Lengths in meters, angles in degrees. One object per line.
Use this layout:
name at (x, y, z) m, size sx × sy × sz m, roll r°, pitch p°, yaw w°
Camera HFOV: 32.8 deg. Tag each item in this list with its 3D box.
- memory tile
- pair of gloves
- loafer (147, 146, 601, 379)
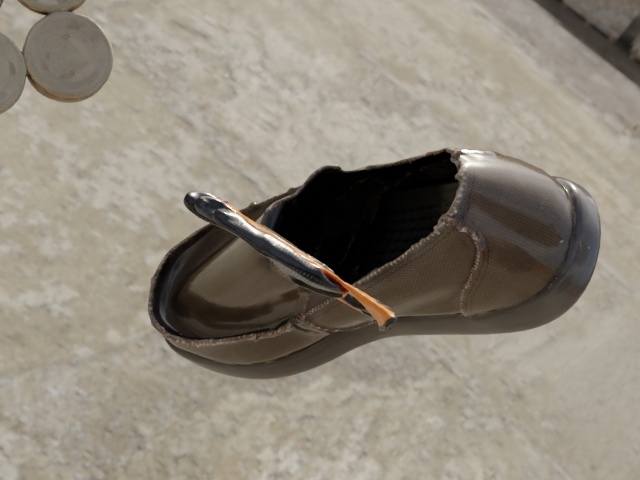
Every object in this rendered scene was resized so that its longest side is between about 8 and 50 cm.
memory tile at (-0.152, -0.120, 0.439) m, size 0.113 × 0.012 × 0.148 m, roll -16°, pitch 88°, yaw -21°
pair of gloves at (-0.009, 0.007, 0.355) m, size 0.074 × 0.010 × 0.083 m, roll 33°, pitch -1°, yaw 3°
loafer at (0.000, 0.000, 0.732) m, size 0.130 × 0.366 × 0.134 m, roll 34°, pitch 54°, yaw -38°
